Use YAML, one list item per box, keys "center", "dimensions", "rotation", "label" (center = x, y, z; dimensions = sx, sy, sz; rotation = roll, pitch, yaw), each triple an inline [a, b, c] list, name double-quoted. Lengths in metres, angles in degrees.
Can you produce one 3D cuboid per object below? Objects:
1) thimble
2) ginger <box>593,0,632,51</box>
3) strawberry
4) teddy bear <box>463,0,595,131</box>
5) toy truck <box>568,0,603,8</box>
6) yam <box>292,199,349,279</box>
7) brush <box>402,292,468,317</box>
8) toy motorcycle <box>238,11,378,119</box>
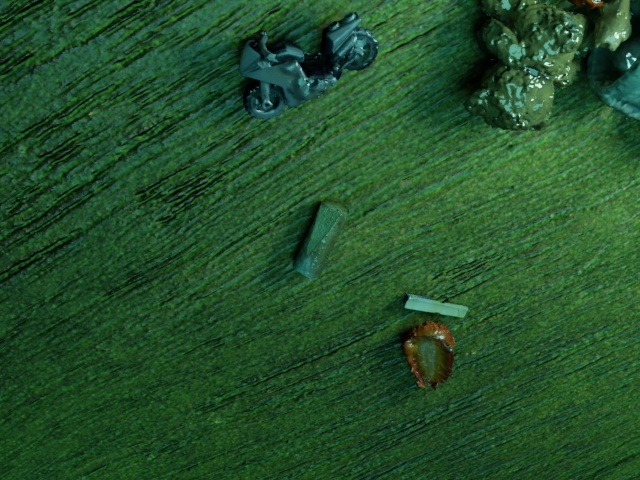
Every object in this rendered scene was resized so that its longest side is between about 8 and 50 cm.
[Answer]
- center: [0.618, -0.345, 1.631]
  dimensions: [0.143, 0.198, 0.235]
  rotation: [16, 109, -19]
  label: "thimble"
- center: [0.538, -0.429, 1.594]
  dimensions: [0.069, 0.173, 0.051]
  rotation: [-1, 156, 14]
  label: "ginger"
- center: [0.248, 0.257, 1.987]
  dimensions: [0.121, 0.082, 0.188]
  rotation: [2, 132, 8]
  label: "strawberry"
- center: [0.389, -0.325, 1.618]
  dimensions: [0.267, 0.156, 0.256]
  rotation: [15, 118, -22]
  label: "teddy bear"
- center: [0.443, -0.537, 1.529]
  dimensions: [0.114, 0.107, 0.253]
  rotation: [-14, 121, -4]
  label: "toy truck"
- center: [0.000, 0.000, 1.770]
  dimensions: [0.068, 0.068, 0.169]
  rotation: [14, 116, -21]
  label: "yam"
- center: [0.258, 0.148, 1.947]
  dimensions: [0.178, 0.030, 0.033]
  rotation: [12, 110, -31]
  label: "brush"
- center: [-0.036, -0.326, 1.547]
  dimensions: [0.270, 0.106, 0.159]
  rotation: [-29, 129, 9]
  label: "toy motorcycle"
